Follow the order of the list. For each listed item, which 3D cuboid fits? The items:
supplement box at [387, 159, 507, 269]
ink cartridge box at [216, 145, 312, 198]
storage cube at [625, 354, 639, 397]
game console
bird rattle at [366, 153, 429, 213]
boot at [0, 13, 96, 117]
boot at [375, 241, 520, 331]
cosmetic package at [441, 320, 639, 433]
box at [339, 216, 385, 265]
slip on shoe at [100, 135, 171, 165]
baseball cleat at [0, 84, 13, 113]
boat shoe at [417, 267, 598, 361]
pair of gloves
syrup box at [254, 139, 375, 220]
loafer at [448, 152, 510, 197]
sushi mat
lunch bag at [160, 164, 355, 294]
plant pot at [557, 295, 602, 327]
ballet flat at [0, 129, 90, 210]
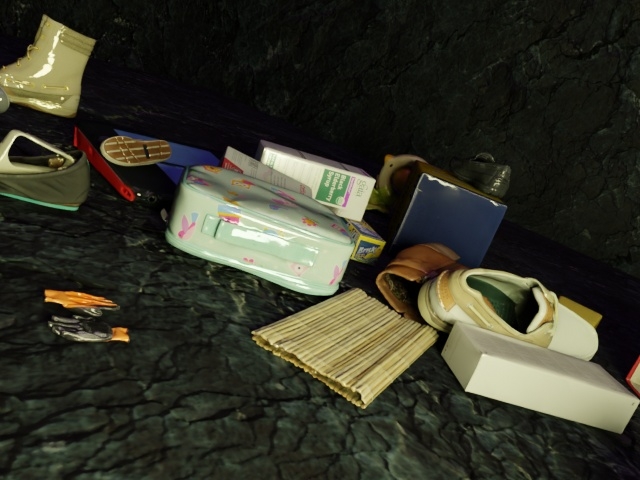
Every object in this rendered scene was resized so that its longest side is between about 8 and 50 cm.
[{"bbox_3d":[0.284,-0.058,1.431,0.195,0.194,0.356,22,14,2],"label":"supplement box"},{"bbox_3d":[-0.107,-0.080,1.071,0.175,0.072,0.127,26,23,-15],"label":"ink cartridge box"},{"bbox_3d":[0.645,0.220,0.945,0.193,0.183,0.215,22,14,1],"label":"storage cube"},{"bbox_3d":[-0.257,-0.130,1.185,0.387,0.060,0.342,7,19,-43],"label":"game console"},{"bbox_3d":[0.246,-0.136,1.694,0.254,0.206,0.143,18,30,23],"label":"bird rattle"},{"bbox_3d":[-0.644,-0.400,1.318,0.262,0.203,0.095,14,15,-34],"label":"boot"},{"bbox_3d":[0.240,0.099,0.980,0.283,0.109,0.220,38,26,18],"label":"boot"},{"bbox_3d":[0.291,0.184,0.808,0.239,0.060,0.099,18,12,-13],"label":"cosmetic package"},{"bbox_3d":[0.071,-0.008,1.221,0.059,0.054,0.169,16,16,-20],"label":"box"},{"bbox_3d":[-0.320,-0.152,1.030,0.041,0.051,0.135,-9,4,37],"label":"slip on shoe"},{"bbox_3d":[-0.689,-0.281,1.129,0.206,0.072,0.109,21,27,17],"label":"baseball cleat"},{"bbox_3d":[0.298,0.117,0.886,0.303,0.113,0.103,16,-28,-18],"label":"boat shoe"},{"bbox_3d":[-0.223,0.072,0.574,0.074,0.010,0.083,14,19,-33],"label":"pair of gloves"},{"bbox_3d":[-0.019,-0.121,1.220,0.237,0.093,0.096,15,15,-17],"label":"syrup box"},{"bbox_3d":[0.362,-0.161,1.364,0.076,0.078,0.223,18,15,-20],"label":"loafer"},{"bbox_3d":[0.049,0.122,0.777,0.152,0.019,0.317,26,15,20],"label":"sushi mat"},{"bbox_3d":[-0.096,-0.018,0.902,0.279,0.107,0.224,18,16,-14],"label":"lunch bag"},{"bbox_3d":[0.449,0.162,1.095,0.082,0.081,0.083,29,26,25],"label":"plant pot"},{"bbox_3d":[-0.417,-0.098,0.750,0.095,0.096,0.281,30,17,30],"label":"ballet flat"}]
